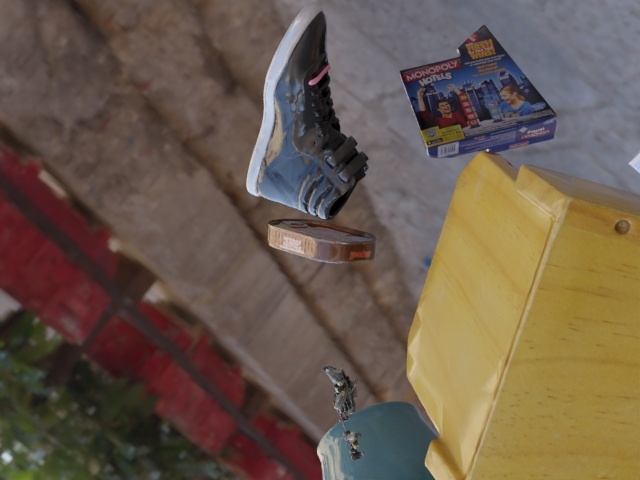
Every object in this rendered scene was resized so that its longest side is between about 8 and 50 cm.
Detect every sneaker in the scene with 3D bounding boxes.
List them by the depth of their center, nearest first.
[{"bbox_3d":[0.005,-0.152,1.583,0.147,0.104,0.296,27,130,15],"label":"sneaker"}]

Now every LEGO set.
[{"bbox_3d":[0.022,0.119,0.912,0.054,0.023,0.083,74,177,-60],"label":"LEGO set"}]

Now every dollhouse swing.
[{"bbox_3d":[0.276,0.101,1.371,0.315,0.347,0.305,15,-165,0],"label":"dollhouse swing"}]

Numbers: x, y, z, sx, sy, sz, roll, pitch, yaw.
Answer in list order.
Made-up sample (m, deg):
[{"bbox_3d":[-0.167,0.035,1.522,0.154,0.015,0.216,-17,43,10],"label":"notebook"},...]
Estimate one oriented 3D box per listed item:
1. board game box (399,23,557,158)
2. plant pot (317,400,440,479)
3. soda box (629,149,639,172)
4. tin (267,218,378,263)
[{"bbox_3d":[0.221,-0.218,1.845,0.060,0.194,0.194,83,173,-57],"label":"board game box"},{"bbox_3d":[0.121,0.403,1.980,0.255,0.271,0.271,66,-174,33],"label":"plant pot"},{"bbox_3d":[0.327,-0.106,0.961,0.069,0.074,0.216,42,152,4],"label":"soda box"},{"bbox_3d":[0.000,0.000,1.791,0.106,0.040,0.189,1,-170,-39],"label":"tin"}]
